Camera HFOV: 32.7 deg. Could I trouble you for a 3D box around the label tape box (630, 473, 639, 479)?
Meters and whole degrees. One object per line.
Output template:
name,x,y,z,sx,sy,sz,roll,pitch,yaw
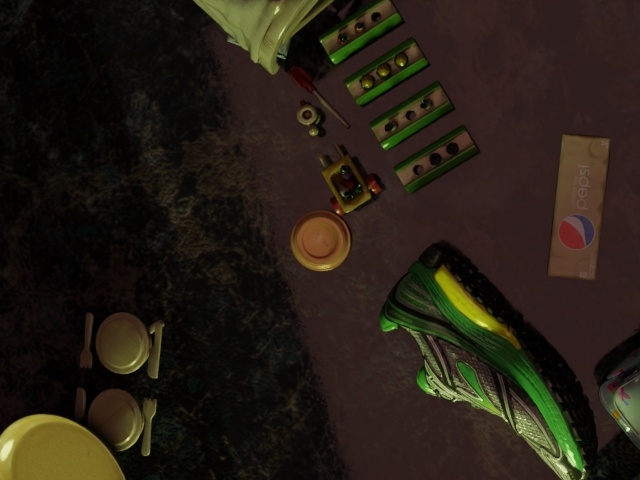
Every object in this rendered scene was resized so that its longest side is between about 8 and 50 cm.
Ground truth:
label tape box,0.447,0.379,1.250,0.249,0.115,0.347,42,121,-2

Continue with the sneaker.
sneaker,0.218,0.171,1.391,0.146,0.134,0.343,-46,74,17

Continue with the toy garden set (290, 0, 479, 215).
toy garden set,0.060,-0.170,1.437,0.204,0.049,0.244,-31,86,12

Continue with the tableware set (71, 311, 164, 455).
tableware set,-0.276,0.198,1.534,0.128,0.039,0.194,6,89,22

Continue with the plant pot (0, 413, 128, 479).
plant pot,-0.361,0.351,1.539,0.236,0.032,0.236,6,105,22

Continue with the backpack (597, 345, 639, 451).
backpack,0.451,0.186,1.319,0.188,0.144,0.165,-38,82,12

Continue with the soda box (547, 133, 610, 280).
soda box,0.326,-0.042,1.380,0.061,0.058,0.181,6,94,12

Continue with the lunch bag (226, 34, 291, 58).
lunch bag,-0.078,-0.288,1.461,0.083,0.053,0.071,15,96,0

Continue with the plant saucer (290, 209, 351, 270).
plant saucer,0.000,0.000,1.476,0.084,0.013,0.083,1,93,12

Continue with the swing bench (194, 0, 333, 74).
swing bench,-0.073,-0.394,1.365,0.253,0.165,0.254,42,82,6
